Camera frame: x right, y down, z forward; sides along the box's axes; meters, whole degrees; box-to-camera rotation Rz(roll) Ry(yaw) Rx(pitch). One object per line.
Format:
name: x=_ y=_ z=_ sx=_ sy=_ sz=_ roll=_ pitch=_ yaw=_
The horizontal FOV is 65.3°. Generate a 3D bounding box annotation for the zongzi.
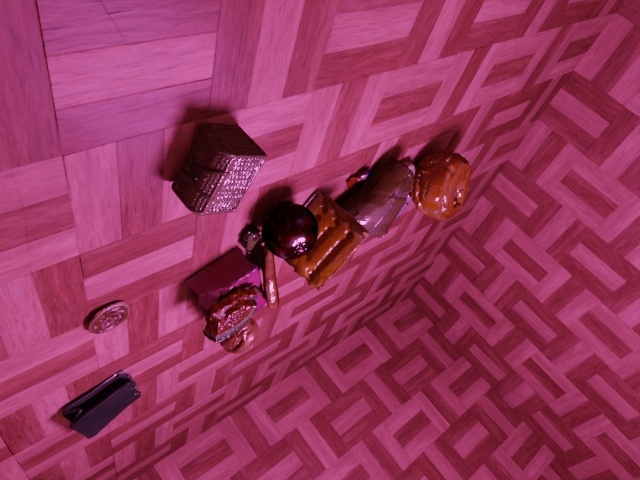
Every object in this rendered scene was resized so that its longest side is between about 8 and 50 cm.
zongzi: x=0.171 y=-0.162 z=1.970 sx=0.393 sy=0.174 sz=0.355 roll=-3 pitch=132 yaw=-39

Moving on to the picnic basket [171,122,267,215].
picnic basket: x=-0.260 y=-0.176 z=1.238 sx=0.154 sy=0.134 sz=0.196 roll=-10 pitch=143 yaw=-51

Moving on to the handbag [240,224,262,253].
handbag: x=-0.239 y=-0.005 z=1.708 sx=0.072 sy=0.047 sz=0.111 roll=-21 pitch=148 yaw=-40

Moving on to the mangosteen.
mangosteen: x=-0.105 y=-0.037 z=1.672 sx=0.210 sy=0.210 sz=0.209 roll=-35 pitch=157 yaw=-17

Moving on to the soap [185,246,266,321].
soap: x=-0.334 y=0.200 z=1.831 sx=0.233 sy=0.128 sz=0.359 roll=-35 pitch=158 yaw=-18

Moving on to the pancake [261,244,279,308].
pancake: x=-0.187 y=0.137 z=1.851 sx=0.056 sy=0.212 sz=0.257 roll=-5 pitch=143 yaw=-4

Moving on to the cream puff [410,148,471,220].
cream puff: x=0.518 y=-0.248 z=2.237 sx=0.343 sy=0.231 sz=0.326 roll=-31 pitch=133 yaw=-45

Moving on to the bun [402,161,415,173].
bun: x=0.352 y=-0.286 z=2.137 sx=0.115 sy=0.069 sz=0.115 roll=-34 pitch=139 yaw=-37

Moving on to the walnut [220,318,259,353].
walnut: x=-0.357 y=0.410 z=2.164 sx=0.184 sy=0.155 sz=0.155 roll=-45 pitch=158 yaw=16

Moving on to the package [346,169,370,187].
package: x=0.148 y=-0.242 z=1.932 sx=0.111 sy=0.033 sz=0.077 roll=-30 pitch=-177 yaw=7

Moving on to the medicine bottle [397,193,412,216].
medicine bottle: x=0.372 y=-0.178 z=2.358 sx=0.130 sy=0.080 sz=0.080 roll=-52 pitch=156 yaw=24

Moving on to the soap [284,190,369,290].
soap: x=0.000 y=0.000 z=1.855 sx=0.281 sy=0.259 sz=0.143 roll=-48 pitch=170 yaw=20

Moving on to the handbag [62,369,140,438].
handbag: x=-0.816 y=0.624 z=1.898 sx=0.260 sy=0.079 sz=0.247 roll=-34 pitch=159 yaw=-24

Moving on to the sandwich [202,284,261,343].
sandwich: x=-0.293 y=0.245 z=1.701 sx=0.235 sy=0.079 sz=0.159 roll=-36 pitch=158 yaw=-22

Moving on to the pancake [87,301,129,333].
pancake: x=-0.643 y=0.236 z=1.522 sx=0.140 sy=0.022 sz=0.139 roll=-35 pitch=158 yaw=-16
